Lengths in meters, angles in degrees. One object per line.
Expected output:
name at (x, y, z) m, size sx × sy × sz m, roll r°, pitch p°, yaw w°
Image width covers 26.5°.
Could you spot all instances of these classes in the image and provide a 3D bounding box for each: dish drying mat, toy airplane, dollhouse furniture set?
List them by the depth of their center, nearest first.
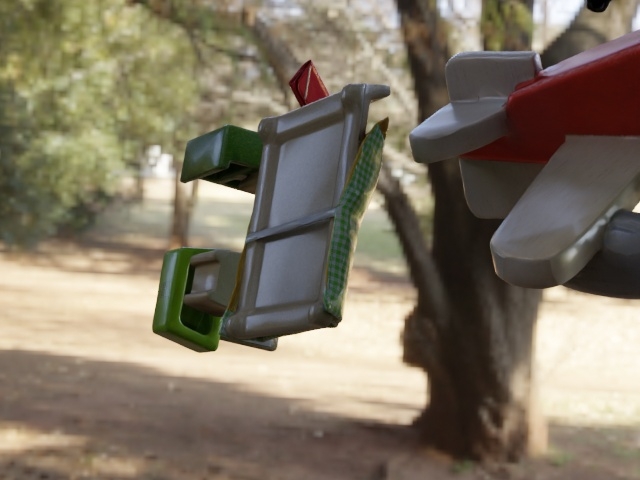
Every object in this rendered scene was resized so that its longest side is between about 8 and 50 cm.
toy airplane at (0.271, -0.076, 1.078) m, size 0.386 × 0.272 × 0.384 m, roll -31°, pitch 10°, yaw -5°
dollhouse furniture set at (0.000, 0.000, 1.145) m, size 0.151 × 0.197 × 0.301 m, roll 16°, pitch -15°, yaw -29°
dish drying mat at (-0.003, -0.122, 1.202) m, size 0.008 × 0.032 × 0.083 m, roll 21°, pitch -23°, yaw 35°

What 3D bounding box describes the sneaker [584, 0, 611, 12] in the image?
sneaker at (0.197, -0.189, 0.908) m, size 0.032 × 0.083 × 0.037 m, roll 14°, pitch 45°, yaw 6°
